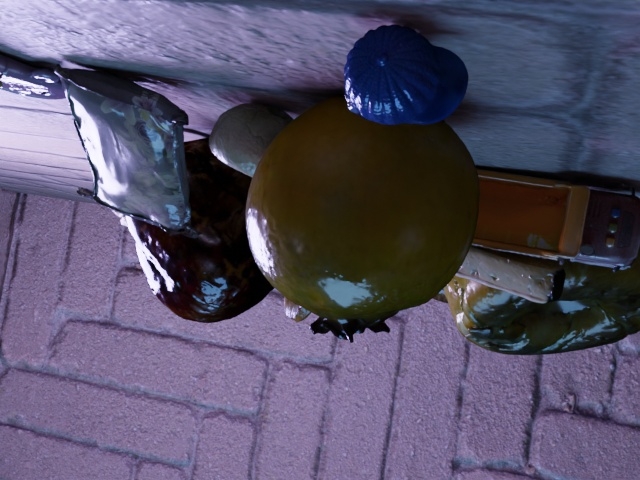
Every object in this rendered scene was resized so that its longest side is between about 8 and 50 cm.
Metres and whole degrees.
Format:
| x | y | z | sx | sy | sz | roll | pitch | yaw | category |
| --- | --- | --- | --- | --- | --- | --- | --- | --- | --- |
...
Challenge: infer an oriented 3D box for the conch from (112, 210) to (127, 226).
| x | y | z | sx | sy | sz | roll | pitch | yaw | category |
| --- | --- | --- | --- | --- | --- | --- | --- | --- | --- |
| -0.302 | -0.071 | 1.570 | 0.263 | 0.186 | 0.324 | 28 | -174 | 30 | conch |

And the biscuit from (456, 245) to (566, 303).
| x | y | z | sx | sy | sz | roll | pitch | yaw | category |
| --- | --- | --- | --- | --- | --- | --- | --- | --- | --- |
| 0.248 | 0.038 | 1.129 | 0.188 | 0.056 | 0.052 | 20 | -154 | 35 | biscuit |

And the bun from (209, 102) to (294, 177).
| x | y | z | sx | sy | sz | roll | pitch | yaw | category |
| --- | --- | --- | --- | --- | --- | --- | --- | --- | --- |
| -0.064 | -0.111 | 0.873 | 0.115 | 0.069 | 0.115 | 22 | -161 | -8 | bun |

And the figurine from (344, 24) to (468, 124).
| x | y | z | sx | sy | sz | roll | pitch | yaw | category |
| --- | --- | --- | --- | --- | --- | --- | --- | --- | --- |
| 0.047 | -0.122 | 0.588 | 0.079 | 0.077 | 0.136 | 47 | 179 | -21 | figurine |

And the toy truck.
| x | y | z | sx | sy | sz | roll | pitch | yaw | category |
| --- | --- | --- | --- | --- | --- | --- | --- | --- | --- |
| 0.276 | -0.032 | 1.045 | 0.271 | 0.114 | 0.135 | 10 | -177 | 21 | toy truck |

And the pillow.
| x | y | z | sx | sy | sz | roll | pitch | yaw | category |
| --- | --- | --- | --- | --- | --- | --- | --- | --- | --- |
| -0.211 | -0.100 | 0.928 | 0.169 | 0.059 | 0.255 | 23 | 149 | 7 | pillow |

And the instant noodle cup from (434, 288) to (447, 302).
| x | y | z | sx | sy | sz | roll | pitch | yaw | category |
| --- | --- | --- | --- | --- | --- | --- | --- | --- | --- |
| 0.265 | 0.058 | 1.607 | 0.274 | 0.090 | 0.274 | 3 | -149 | -2 | instant noodle cup |

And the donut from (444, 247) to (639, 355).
| x | y | z | sx | sy | sz | roll | pitch | yaw | category |
| --- | --- | --- | --- | --- | --- | --- | --- | --- | --- |
| 0.368 | 0.069 | 1.286 | 0.361 | 0.169 | 0.360 | -1 | 152 | -1 | donut |

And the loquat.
| x | y | z | sx | sy | sz | roll | pitch | yaw | category |
| --- | --- | --- | --- | --- | --- | --- | --- | --- | --- |
| 0.042 | -0.021 | 0.779 | 0.244 | 0.243 | 0.244 | 9 | 177 | 1 | loquat |

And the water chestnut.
| x | y | z | sx | sy | sz | roll | pitch | yaw | category |
| --- | --- | --- | --- | --- | --- | --- | --- | --- | --- |
| -0.137 | -0.024 | 1.147 | 0.245 | 0.288 | 0.289 | -3 | 172 | 23 | water chestnut |

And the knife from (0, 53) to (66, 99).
| x | y | z | sx | sy | sz | roll | pitch | yaw | category |
| --- | --- | --- | --- | --- | --- | --- | --- | --- | --- |
| -0.408 | -0.193 | 0.782 | 0.132 | 0.038 | 0.399 | 4 | 174 | 34 | knife |

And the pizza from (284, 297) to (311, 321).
| x | y | z | sx | sy | sz | roll | pitch | yaw | category |
| --- | --- | --- | --- | --- | --- | --- | --- | --- | --- |
| 0.000 | 0.000 | 1.163 | 0.034 | 0.261 | 0.181 | 22 | 158 | -12 | pizza |
